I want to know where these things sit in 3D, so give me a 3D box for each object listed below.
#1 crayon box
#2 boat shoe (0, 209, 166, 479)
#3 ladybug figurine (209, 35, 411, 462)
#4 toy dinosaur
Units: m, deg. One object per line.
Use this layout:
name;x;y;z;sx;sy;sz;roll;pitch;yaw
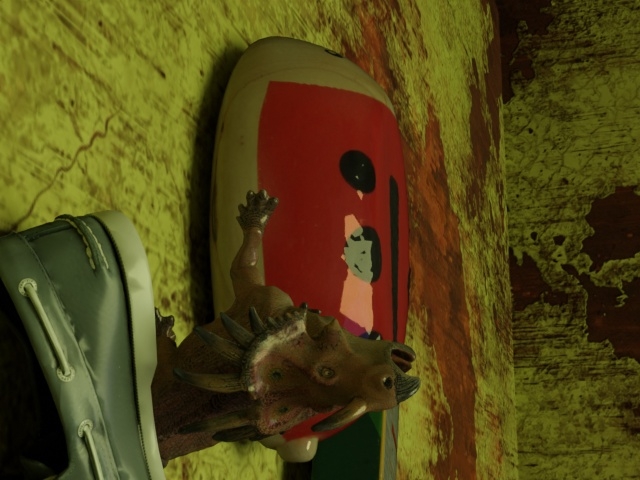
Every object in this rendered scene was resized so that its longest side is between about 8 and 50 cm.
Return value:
crayon box;0.051;0.182;1.279;0.203;0.083;0.323;76;18;-59
boat shoe;-0.164;0.142;0.686;0.099;0.116;0.320;-8;99;-37
ladybug figurine;0.000;0.000;1.086;0.305;0.161;0.450;36;52;-68
toy dinosaur;-0.073;0.103;0.758;0.127;0.295;0.200;39;30;-17
